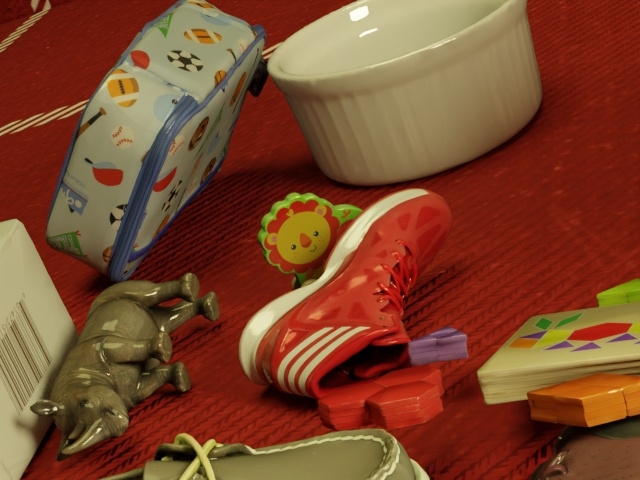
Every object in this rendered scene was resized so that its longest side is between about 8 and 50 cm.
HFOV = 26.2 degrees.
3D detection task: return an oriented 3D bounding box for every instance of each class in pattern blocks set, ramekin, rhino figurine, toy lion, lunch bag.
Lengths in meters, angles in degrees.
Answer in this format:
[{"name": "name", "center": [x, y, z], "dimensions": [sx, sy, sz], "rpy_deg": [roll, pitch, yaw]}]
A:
[{"name": "pattern blocks set", "center": [0.191, 0.066, 0.859], "dimensions": [0.325, 0.026, 0.285], "rpy_deg": [-9, 9, 34]}, {"name": "ramekin", "center": [0.096, -0.168, 1.429], "dimensions": [0.277, 0.135, 0.277], "rpy_deg": [-18, 23, 8]}, {"name": "rhino figurine", "center": [-0.163, 0.103, 1.113], "dimensions": [0.106, 0.073, 0.243], "rpy_deg": [-10, 26, 17]}, {"name": "toy lion", "center": [0.000, 0.000, 1.174], "dimensions": [0.100, 0.096, 0.034], "rpy_deg": [-24, 22, -10]}, {"name": "lunch bag", "center": [-0.162, -0.104, 1.419], "dimensions": [0.115, 0.243, 0.303], "rpy_deg": [26, 33, 6]}]

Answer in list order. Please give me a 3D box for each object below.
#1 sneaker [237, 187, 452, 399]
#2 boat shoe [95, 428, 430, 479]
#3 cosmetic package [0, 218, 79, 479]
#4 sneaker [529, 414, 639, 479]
[{"name": "sneaker", "center": [0.053, 0.051, 1.057], "dimensions": [0.221, 0.087, 0.128], "rpy_deg": [-44, 38, -21]}, {"name": "boat shoe", "center": [-0.088, 0.170, 0.803], "dimensions": [0.305, 0.091, 0.109], "rpy_deg": [-20, 23, 7]}, {"name": "cosmetic package", "center": [-0.418, 0.133, 1.157], "dimensions": [0.385, 0.156, 0.217], "rpy_deg": [-14, 25, 15]}, {"name": "sneaker", "center": [0.115, 0.168, 0.704], "dimensions": [0.281, 0.106, 0.162], "rpy_deg": [-17, 14, -15]}]
